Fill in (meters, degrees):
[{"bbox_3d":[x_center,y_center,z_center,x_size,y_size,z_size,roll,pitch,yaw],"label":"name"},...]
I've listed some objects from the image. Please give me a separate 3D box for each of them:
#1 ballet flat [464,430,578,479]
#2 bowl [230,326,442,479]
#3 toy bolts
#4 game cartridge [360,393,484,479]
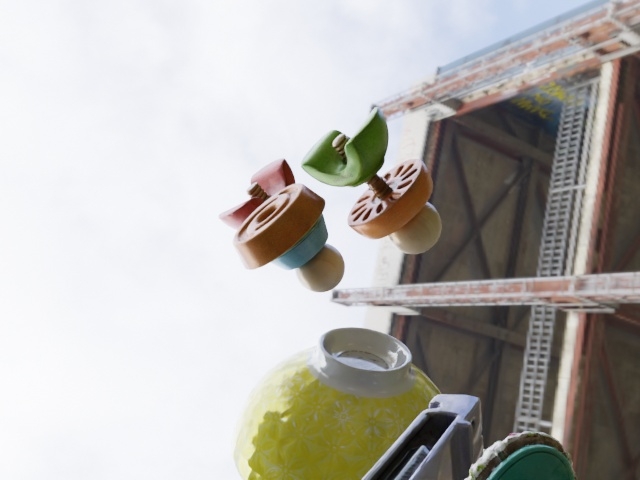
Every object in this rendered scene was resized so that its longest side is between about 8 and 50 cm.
[{"bbox_3d":[0.099,0.227,0.462,0.091,0.077,0.241,9,-88,-7],"label":"ballet flat"},{"bbox_3d":[0.042,0.201,0.924,0.289,0.289,0.156,-3,-67,-31],"label":"bowl"},{"bbox_3d":[0.000,0.000,0.807,0.158,0.228,0.218,49,-124,-18],"label":"toy bolts"},{"bbox_3d":[0.065,0.286,0.567,0.355,0.068,0.230,-22,-75,-61],"label":"game cartridge"}]
